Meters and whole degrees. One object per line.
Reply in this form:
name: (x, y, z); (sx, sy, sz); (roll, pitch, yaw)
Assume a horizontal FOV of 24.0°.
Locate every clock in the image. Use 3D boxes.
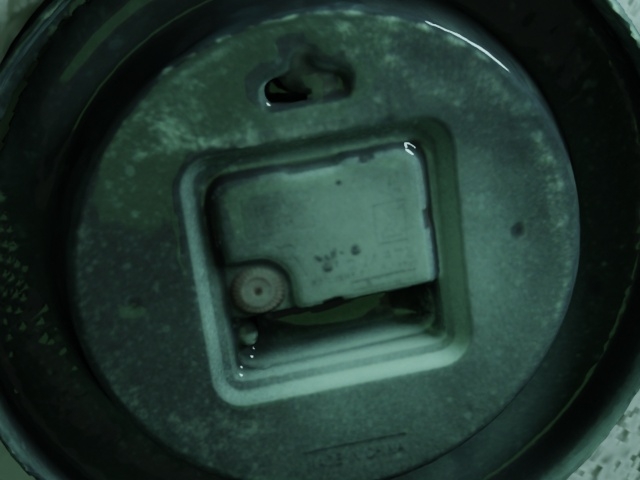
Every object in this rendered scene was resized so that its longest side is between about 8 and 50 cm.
clock: (0.000, 0.000, 0.788); (0.386, 0.076, 0.386); (-4, 111, -10)
